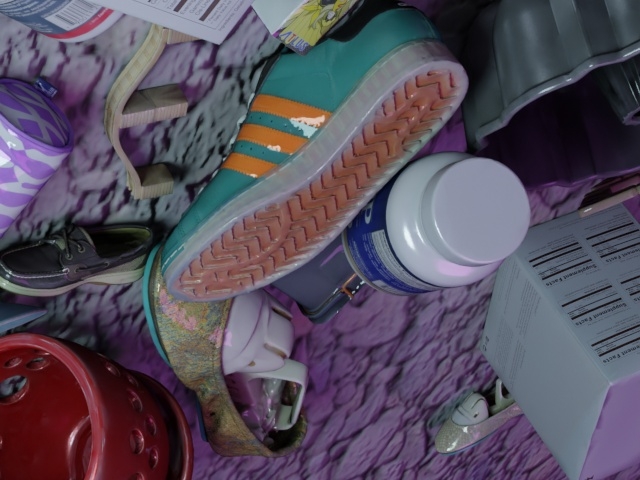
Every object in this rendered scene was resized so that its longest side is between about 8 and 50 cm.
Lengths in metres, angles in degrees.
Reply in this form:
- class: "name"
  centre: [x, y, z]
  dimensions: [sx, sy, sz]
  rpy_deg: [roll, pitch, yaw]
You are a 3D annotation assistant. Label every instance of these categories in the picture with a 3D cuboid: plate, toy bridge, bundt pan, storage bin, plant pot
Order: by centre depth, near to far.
- class: "toy bridge"
  centre: [-0.136, -0.105, 1.380]
  dimensions: [0.063, 0.026, 0.188]
  rpy_deg: [-13, 141, -26]
- class: "plate"
  centre: [-0.309, 0.080, 1.407]
  dimensions: [0.188, 0.024, 0.188]
  rpy_deg: [-20, 179, 0]
- class: "bundt pan"
  centre: [0.262, -0.162, 1.487]
  dimensions: [0.330, 0.124, 0.331]
  rpy_deg: [-15, 164, -4]
- class: "plant pot"
  centre: [-0.218, 0.183, 1.537]
  dimensions: [0.191, 0.191, 0.174]
  rpy_deg: [-44, 154, 15]
- class: "storage bin"
  centre: [0.000, 0.000, 1.574]
  dimensions: [0.135, 0.098, 0.091]
  rpy_deg: [-46, 134, 18]

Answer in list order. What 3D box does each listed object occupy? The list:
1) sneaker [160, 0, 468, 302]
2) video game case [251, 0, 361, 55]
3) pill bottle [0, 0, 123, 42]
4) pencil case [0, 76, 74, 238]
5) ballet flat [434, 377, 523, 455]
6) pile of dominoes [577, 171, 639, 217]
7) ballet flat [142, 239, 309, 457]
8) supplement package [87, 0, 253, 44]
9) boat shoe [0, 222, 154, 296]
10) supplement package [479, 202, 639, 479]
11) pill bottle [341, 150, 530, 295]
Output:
- class: "sneaker"
  centre: [-0.021, -0.075, 1.427]
  dimensions: [0.302, 0.121, 0.108]
  rpy_deg: [-41, 142, 13]
- class: "video game case"
  centre: [0.002, -0.264, 1.111]
  dimensions: [0.210, 0.232, 0.042]
  rpy_deg: [-43, 144, 15]
- class: "pill bottle"
  centre: [-0.204, -0.205, 1.125]
  dimensions: [0.108, 0.108, 0.180]
  rpy_deg: [-44, 145, 16]
- class: "pencil case"
  centre: [-0.270, -0.031, 1.313]
  dimensions: [0.088, 0.086, 0.206]
  rpy_deg: [35, 110, -18]
- class: "ballet flat"
  centre: [0.196, 0.185, 2.010]
  dimensions: [0.168, 0.057, 0.052]
  rpy_deg: [-27, 118, -16]
- class: "pile of dominoes"
  centre: [0.363, -0.099, 1.700]
  dimensions: [0.251, 0.040, 0.196]
  rpy_deg: [-22, -176, 13]
- class: "ballet flat"
  centre: [-0.071, 0.102, 1.601]
  dimensions: [0.123, 0.123, 0.348]
  rpy_deg: [-27, 149, -9]
- class: "supplement package"
  centre: [-0.104, -0.278, 0.976]
  dimensions: [0.145, 0.262, 0.204]
  rpy_deg: [14, 125, -48]
- class: "boat shoe"
  centre: [-0.203, 0.010, 1.449]
  dimensions: [0.152, 0.056, 0.049]
  rpy_deg: [-10, 136, -46]
- class: "supplement package"
  centre: [0.289, 0.106, 1.839]
  dimensions: [0.149, 0.203, 0.194]
  rpy_deg: [-19, 144, -20]
- class: "pill bottle"
  centre: [0.096, -0.015, 1.448]
  dimensions: [0.112, 0.112, 0.186]
  rpy_deg: [-20, -179, -19]
